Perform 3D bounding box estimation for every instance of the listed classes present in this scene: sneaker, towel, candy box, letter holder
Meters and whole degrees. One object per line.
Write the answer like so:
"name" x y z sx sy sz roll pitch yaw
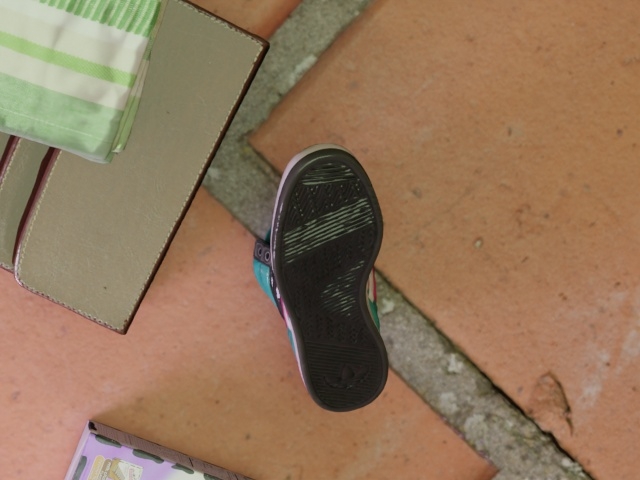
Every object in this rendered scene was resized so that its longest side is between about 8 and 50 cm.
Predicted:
"sneaker" 0.000 0.000 1.777 0.124 0.178 0.295 -12 127 -9
"towel" -0.242 -0.253 1.622 0.248 0.038 0.325 18 94 -17
"candy box" -0.167 0.291 1.836 0.196 0.070 0.165 22 92 -11
"letter holder" -0.215 -0.099 1.746 0.214 0.152 0.302 27 91 -10
